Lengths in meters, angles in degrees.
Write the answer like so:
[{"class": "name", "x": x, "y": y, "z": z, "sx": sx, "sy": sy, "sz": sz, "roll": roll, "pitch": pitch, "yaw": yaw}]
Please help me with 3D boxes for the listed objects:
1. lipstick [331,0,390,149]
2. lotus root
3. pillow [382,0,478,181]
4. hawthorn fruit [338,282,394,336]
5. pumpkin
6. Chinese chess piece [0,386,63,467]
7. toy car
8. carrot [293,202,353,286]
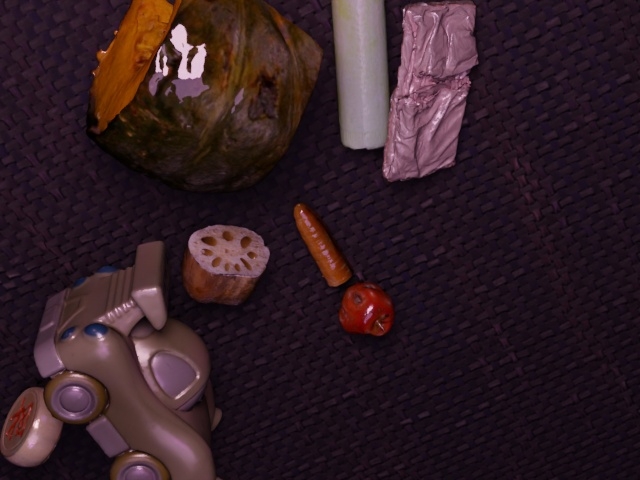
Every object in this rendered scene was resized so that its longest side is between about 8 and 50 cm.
[{"class": "lipstick", "x": 0.053, "y": -0.266, "z": 1.514, "sx": 0.076, "sy": 0.076, "sz": 0.304, "roll": -6, "pitch": 118, "yaw": -2}, {"class": "lotus root", "x": -0.140, "y": 0.034, "z": 1.630, "sx": 0.122, "sy": 0.112, "sz": 0.081, "roll": 4, "pitch": 137, "yaw": -18}, {"class": "pillow", "x": 0.155, "y": -0.202, "z": 1.541, "sx": 0.135, "sy": 0.049, "sz": 0.248, "roll": -13, "pitch": 122, "yaw": -37}, {"class": "hawthorn fruit", "x": 0.071, "y": 0.109, "z": 1.695, "sx": 0.093, "sy": 0.093, "sz": 0.093, "roll": -2, "pitch": 117, "yaw": -4}, {"class": "pumpkin", "x": -0.157, "y": -0.193, "z": 1.428, "sx": 0.225, "sy": 0.303, "sz": 0.256, "roll": 20, "pitch": 86, "yaw": -22}, {"class": "Chinese chess piece", "x": -0.439, "y": 0.284, "z": 1.720, "sx": 0.051, "sy": 0.122, "sz": 0.122, "roll": 28, "pitch": 112, "yaw": -33}, {"class": "toy car", "x": -0.239, "y": 0.200, "z": 1.636, "sx": 0.226, "sy": 0.242, "sz": 0.336, "roll": -31, "pitch": 113, "yaw": 7}, {"class": "carrot", "x": 0.000, "y": 0.000, "z": 1.661, "sx": 0.048, "sy": 0.048, "sz": 0.139, "roll": -26, "pitch": 113, "yaw": 8}]
